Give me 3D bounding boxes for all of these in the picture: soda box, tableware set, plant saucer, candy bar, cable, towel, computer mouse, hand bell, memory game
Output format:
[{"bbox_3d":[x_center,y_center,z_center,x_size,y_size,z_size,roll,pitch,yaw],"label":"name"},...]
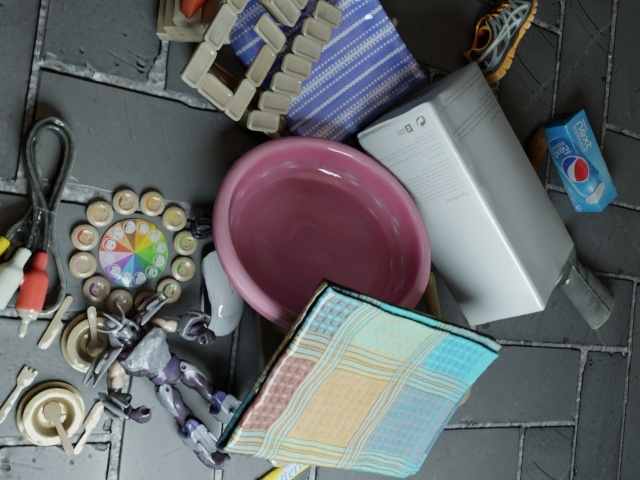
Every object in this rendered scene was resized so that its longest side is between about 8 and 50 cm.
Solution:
[{"bbox_3d":[0.549,-0.165,1.333,0.071,0.067,0.210,-38,108,-24],"label":"soda box"},{"bbox_3d":[-0.331,0.188,0.850,0.128,0.039,0.194,34,74,-26],"label":"tableware set"},{"bbox_3d":[0.000,0.000,0.929,0.331,0.084,0.332,10,58,-17],"label":"plant saucer"},{"bbox_3d":[-0.039,0.369,1.033,0.161,0.018,0.040,-29,104,-27],"label":"candy bar"},{"bbox_3d":[-0.362,-0.016,0.812,0.139,0.072,0.287,28,77,-33],"label":"cable"},{"bbox_3d":[0.072,0.211,0.868,0.370,0.040,0.272,23,104,-39],"label":"towel"},{"bbox_3d":[-0.008,-0.325,0.988,0.243,0.040,0.336,-37,109,-3],"label":"towel"},{"bbox_3d":[-0.142,0.050,0.949,0.106,0.042,0.193,-6,95,-40],"label":"computer mouse"},{"bbox_3d":[0.419,-0.128,1.254,0.126,0.126,0.242,32,64,-26],"label":"hand bell"},{"bbox_3d":[-0.264,0.017,0.901,0.186,0.012,0.186,-1,92,-30],"label":"memory game"}]

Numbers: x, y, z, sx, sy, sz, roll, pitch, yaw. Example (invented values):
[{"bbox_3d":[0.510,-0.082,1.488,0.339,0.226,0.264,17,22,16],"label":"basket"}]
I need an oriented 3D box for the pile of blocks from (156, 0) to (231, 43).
[{"bbox_3d":[-0.130,-0.447,0.870,0.148,0.112,0.362,28,84,10],"label":"pile of blocks"}]

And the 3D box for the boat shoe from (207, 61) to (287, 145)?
[{"bbox_3d":[-0.120,-0.216,0.955,0.178,0.064,0.060,41,67,-31],"label":"boat shoe"}]

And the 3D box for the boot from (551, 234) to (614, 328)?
[{"bbox_3d":[0.531,0.115,1.332,0.190,0.076,0.208,-48,119,-18],"label":"boot"}]

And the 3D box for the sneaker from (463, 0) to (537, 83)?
[{"bbox_3d":[0.344,-0.413,1.205,0.083,0.084,0.215,27,79,-22],"label":"sneaker"}]

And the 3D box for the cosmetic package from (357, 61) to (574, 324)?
[{"bbox_3d":[0.258,-0.076,1.065,0.217,0.156,0.385,-41,106,-45],"label":"cosmetic package"}]

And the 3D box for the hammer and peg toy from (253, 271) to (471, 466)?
[{"bbox_3d":[0.066,0.195,1.029,0.361,0.127,0.266,-6,92,-30],"label":"hammer and peg toy"}]

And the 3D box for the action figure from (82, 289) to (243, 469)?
[{"bbox_3d":[-0.202,0.194,0.879,0.185,0.099,0.285,-47,116,-21],"label":"action figure"}]

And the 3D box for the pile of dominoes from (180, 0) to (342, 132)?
[{"bbox_3d":[-0.082,-0.287,0.899,0.196,0.040,0.251,36,81,-51],"label":"pile of dominoes"}]
